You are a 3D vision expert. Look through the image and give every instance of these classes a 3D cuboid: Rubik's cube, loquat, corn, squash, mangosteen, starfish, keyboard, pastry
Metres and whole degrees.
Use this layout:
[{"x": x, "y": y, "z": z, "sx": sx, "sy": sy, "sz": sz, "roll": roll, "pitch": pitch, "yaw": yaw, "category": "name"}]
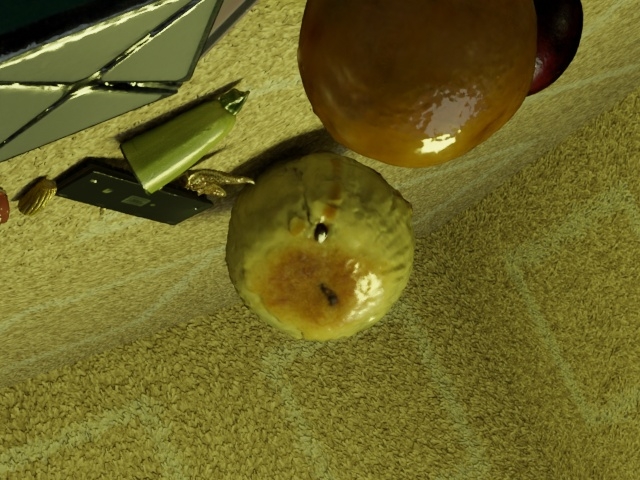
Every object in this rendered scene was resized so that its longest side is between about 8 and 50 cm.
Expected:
[{"x": -0.245, "y": -0.233, "z": 1.145, "sx": 0.260, "sy": 0.259, "sz": 0.255, "roll": -26, "pitch": 173, "yaw": -21, "category": "Rubik's cube"}, {"x": 0.125, "y": -0.255, "z": 1.846, "sx": 0.328, "sy": 0.328, "sz": 0.328, "roll": -25, "pitch": 171, "yaw": -4, "category": "loquat"}, {"x": -0.440, "y": -0.067, "z": 2.205, "sx": 0.037, "sy": 0.037, "sz": 0.092, "roll": -16, "pitch": 164, "yaw": -45, "category": "corn"}, {"x": -0.200, "y": -0.166, "z": 2.186, "sx": 0.224, "sy": 0.094, "sz": 0.094, "roll": -33, "pitch": 170, "yaw": 5, "category": "squash"}, {"x": 0.263, "y": -0.342, "z": 2.140, "sx": 0.235, "sy": 0.235, "sz": 0.261, "roll": -30, "pitch": 127, "yaw": 26, "category": "mangosteen"}, {"x": -0.257, "y": -0.084, "z": 2.511, "sx": 0.277, "sy": 0.062, "sz": 0.236, "roll": -16, "pitch": 171, "yaw": -9, "category": "starfish"}, {"x": -0.302, "y": -0.077, "z": 2.333, "sx": 0.106, "sy": 0.027, "sz": 0.317, "roll": -26, "pitch": 158, "yaw": 25, "category": "keyboard"}, {"x": 0.000, "y": 0.000, "z": 2.781, "sx": 0.389, "sy": 0.388, "sz": 0.312, "roll": -29, "pitch": -159, "yaw": 17, "category": "pastry"}]

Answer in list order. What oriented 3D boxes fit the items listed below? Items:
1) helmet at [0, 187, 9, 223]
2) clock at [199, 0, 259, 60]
[{"x": -0.497, "y": -0.042, "z": 2.143, "sx": 0.065, "sy": 0.049, "sz": 0.084, "roll": -21, "pitch": 170, "yaw": -19, "category": "helmet"}, {"x": -0.103, "y": -0.299, "z": 1.558, "sx": 0.197, "sy": 0.063, "sz": 0.150, "roll": -45, "pitch": 170, "yaw": 0, "category": "clock"}]
